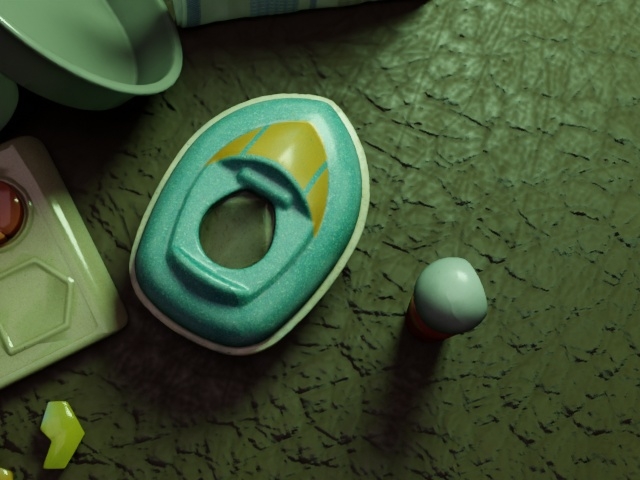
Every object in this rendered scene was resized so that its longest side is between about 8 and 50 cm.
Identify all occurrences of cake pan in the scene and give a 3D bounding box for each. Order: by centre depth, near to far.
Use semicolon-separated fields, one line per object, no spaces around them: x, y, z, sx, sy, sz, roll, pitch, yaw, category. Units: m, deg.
-0.255;-0.236;0.854;0.054;0.293;0.293;-38;79;25;cake pan

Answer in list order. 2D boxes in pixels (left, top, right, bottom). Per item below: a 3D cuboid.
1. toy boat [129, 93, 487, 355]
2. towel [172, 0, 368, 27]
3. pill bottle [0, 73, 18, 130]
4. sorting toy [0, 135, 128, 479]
0.000;0.000;0.854;0.318;0.148;0.267;27;75;3;toy boat
-0.011;-0.283;0.896;0.285;0.209;0.034;-8;68;-8;towel
-0.442;-0.245;0.857;0.204;0.204;0.361;-31;80;-11;pill bottle
-0.300;0.075;0.851;0.229;0.041;0.307;-26;84;-16;sorting toy
